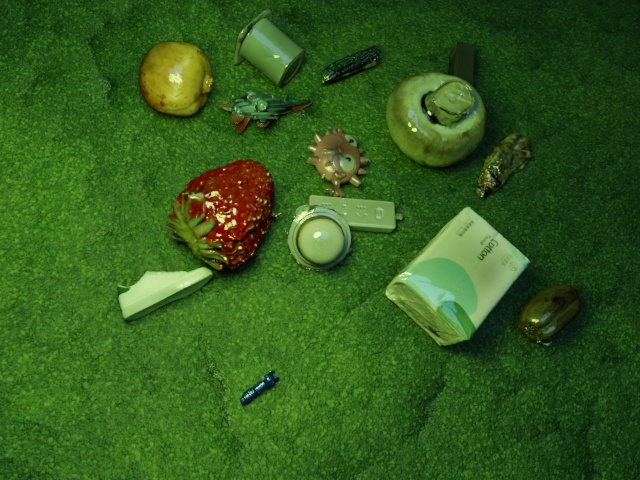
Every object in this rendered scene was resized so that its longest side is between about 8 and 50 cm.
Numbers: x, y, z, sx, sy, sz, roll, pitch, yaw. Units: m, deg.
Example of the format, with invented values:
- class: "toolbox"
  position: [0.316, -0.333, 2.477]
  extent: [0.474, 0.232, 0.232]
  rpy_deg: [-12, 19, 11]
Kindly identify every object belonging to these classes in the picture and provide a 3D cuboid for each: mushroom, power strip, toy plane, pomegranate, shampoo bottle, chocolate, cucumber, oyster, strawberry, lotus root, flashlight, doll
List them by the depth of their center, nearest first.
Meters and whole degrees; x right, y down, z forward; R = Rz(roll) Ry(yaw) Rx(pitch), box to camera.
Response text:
- class: "flashlight"
  position: [-0.172, 0.405, 1.313]
  extent: [0.121, 0.057, 0.035]
  rpy_deg: [-35, 44, -14]
- class: "strawberry"
  position: [-0.247, -0.084, 1.375]
  extent: [0.343, 0.292, 0.292]
  rpy_deg: [-35, 79, -33]
- class: "chocolate"
  position: [0.001, -0.008, 1.408]
  extent: [0.221, 0.147, 0.221]
  rpy_deg: [0, 88, -6]
- class: "pomegranate"
  position: [-0.450, -0.508, 1.500]
  extent: [0.248, 0.248, 0.248]
  rpy_deg: [4, 69, -10]
- class: "lotus root"
  position: [0.729, 0.226, 1.510]
  extent: [0.241, 0.123, 0.124]
  rpy_deg: [-31, 107, -23]
- class: "power strip"
  position: [0.108, -0.083, 1.537]
  extent: [0.338, 0.058, 0.098]
  rpy_deg: [4, 69, -10]
- class: "doll"
  position: [0.056, -0.262, 1.575]
  extent: [0.211, 0.093, 0.262]
  rpy_deg: [15, 65, -12]
- class: "toy plane"
  position: [-0.169, -0.454, 1.599]
  extent: [0.326, 0.104, 0.223]
  rpy_deg: [-22, 47, -22]
- class: "mushroom"
  position: [0.392, -0.414, 1.610]
  extent: [0.352, 0.260, 0.352]
  rpy_deg: [3, 75, -9]
- class: "oyster"
  position: [0.664, -0.272, 1.717]
  extent: [0.128, 0.078, 0.345]
  rpy_deg: [45, 65, -2]
- class: "cucumber"
  position: [0.106, -0.640, 1.740]
  extent: [0.265, 0.077, 0.077]
  rpy_deg: [-26, 77, -18]
- class: "shampoo bottle"
  position: [0.537, -0.638, 1.819]
  extent: [0.079, 0.080, 0.246]
  rpy_deg: [11, 68, -5]

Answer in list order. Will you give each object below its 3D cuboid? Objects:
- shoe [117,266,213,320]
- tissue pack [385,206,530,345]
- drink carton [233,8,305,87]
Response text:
- class: "shoe"
  position: [-0.442, 0.119, 1.335]
  extent: [0.265, 0.095, 0.110]
  rpy_deg: [-28, 77, -17]
- class: "tissue pack"
  position: [0.413, 0.111, 1.450]
  extent: [0.266, 0.194, 0.356]
  rpy_deg: [44, 68, 8]
- class: "drink carton"
  position: [-0.164, -0.652, 1.635]
  extent: [0.190, 0.185, 0.191]
  rpy_deg: [38, 65, 1]
